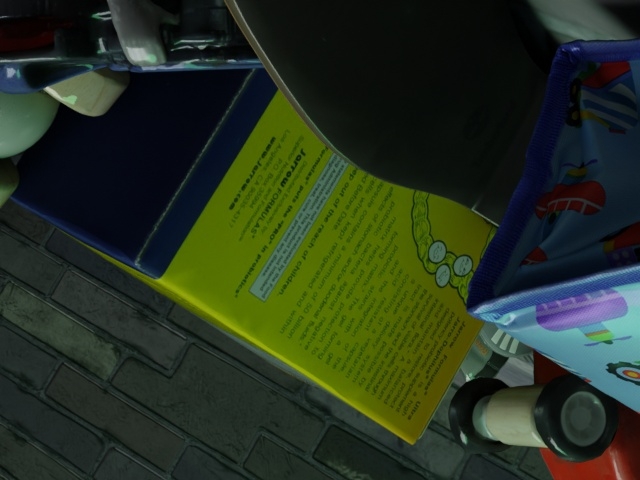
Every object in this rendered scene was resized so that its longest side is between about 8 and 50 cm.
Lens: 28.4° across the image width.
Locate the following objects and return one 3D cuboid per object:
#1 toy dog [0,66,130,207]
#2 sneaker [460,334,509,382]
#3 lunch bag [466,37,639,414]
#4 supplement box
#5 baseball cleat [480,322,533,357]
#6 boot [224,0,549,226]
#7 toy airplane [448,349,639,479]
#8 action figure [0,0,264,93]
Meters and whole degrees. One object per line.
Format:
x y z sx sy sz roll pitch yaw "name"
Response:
-0.290 -0.165 0.920 0.334 0.220 0.161 29 179 37 "toy dog"
0.121 0.090 1.466 0.100 0.108 0.271 33 174 -35 "sneaker"
0.239 0.009 0.453 0.221 0.138 0.293 32 159 -25 "lunch bag"
-0.032 -0.013 1.010 0.194 0.195 0.356 24 170 45 "supplement box"
0.188 0.069 1.186 0.109 0.072 0.206 5 167 39 "baseball cleat"
0.037 -0.088 0.613 0.305 0.112 0.115 34 -177 -44 "boot"
0.299 0.216 0.953 0.386 0.272 0.384 42 149 36 "toy airplane"
-0.133 -0.178 0.680 0.341 0.178 0.330 0 175 6 "action figure"
